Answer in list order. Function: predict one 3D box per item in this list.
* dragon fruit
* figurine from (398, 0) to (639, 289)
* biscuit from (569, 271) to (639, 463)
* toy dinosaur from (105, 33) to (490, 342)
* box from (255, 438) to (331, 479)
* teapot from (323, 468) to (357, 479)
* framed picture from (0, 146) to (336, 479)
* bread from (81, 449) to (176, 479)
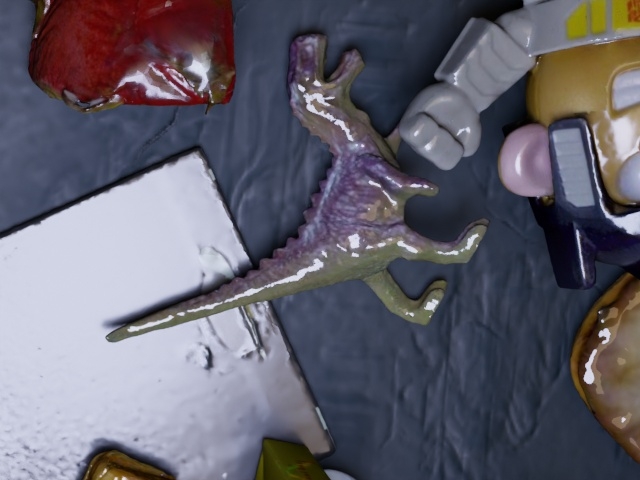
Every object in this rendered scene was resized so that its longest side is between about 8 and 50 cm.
[{"bbox_3d":[-0.121,-0.164,1.126,0.121,0.127,0.161,-1,97,-18],"label":"dragon fruit"},{"bbox_3d":[0.204,-0.109,1.178,0.309,0.143,0.308,1,97,6],"label":"figurine"},{"bbox_3d":[0.317,0.124,1.276,0.299,0.045,0.154,28,90,-13],"label":"biscuit"},{"bbox_3d":[0.000,-0.001,1.198,0.200,0.072,0.251,28,97,-6],"label":"toy dinosaur"},{"bbox_3d":[-0.042,0.286,1.166,0.041,0.153,0.279,12,97,-14],"label":"box"},{"bbox_3d":[0.148,0.312,1.184,0.424,0.252,0.280,35,51,2],"label":"teapot"},{"bbox_3d":[-0.180,0.110,1.200,0.324,0.013,0.244,-25,101,-7],"label":"framed picture"},{"bbox_3d":[-0.144,0.213,1.187,0.074,0.053,0.132,20,93,-16],"label":"bread"}]
